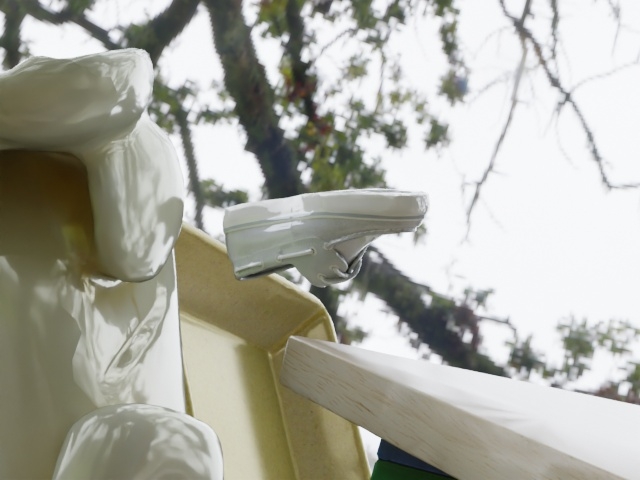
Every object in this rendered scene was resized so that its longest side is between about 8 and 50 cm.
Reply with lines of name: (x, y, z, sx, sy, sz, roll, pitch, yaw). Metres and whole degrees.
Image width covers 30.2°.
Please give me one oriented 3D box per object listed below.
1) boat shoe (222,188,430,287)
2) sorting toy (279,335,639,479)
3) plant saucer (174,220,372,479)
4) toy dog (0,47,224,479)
boat shoe: (0.000, 0.000, 0.796, 0.184, 0.063, 0.066, -6, -1, 41)
sorting toy: (0.137, 0.124, 0.485, 0.256, 0.089, 0.257, 14, 0, -25)
plant saucer: (-0.060, 0.175, 1.028, 0.081, 0.332, 0.333, -23, -26, 18)
toy dog: (-0.185, 0.125, 0.679, 0.285, 0.407, 0.395, -12, 6, -2)
